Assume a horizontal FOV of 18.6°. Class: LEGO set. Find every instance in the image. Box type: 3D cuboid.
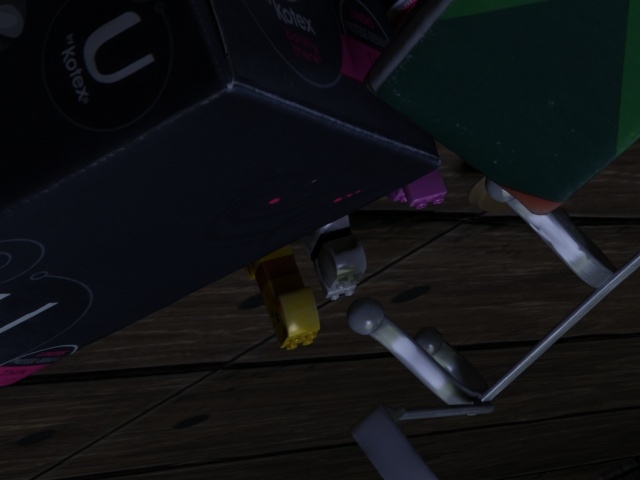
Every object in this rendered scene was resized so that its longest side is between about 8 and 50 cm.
[{"bbox_3d":[0.000,0.000,1.060,0.087,0.093,0.227,-15,164,-16],"label":"LEGO set"}]

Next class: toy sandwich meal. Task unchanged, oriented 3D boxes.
[{"bbox_3d":[0.124,-0.045,1.184,0.085,0.029,0.085,-18,160,-7],"label":"toy sandwich meal"}]

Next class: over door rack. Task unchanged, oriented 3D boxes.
[{"bbox_3d":[0.125,0.003,1.038,0.239,0.108,0.324,-44,177,10],"label":"over door rack"}]

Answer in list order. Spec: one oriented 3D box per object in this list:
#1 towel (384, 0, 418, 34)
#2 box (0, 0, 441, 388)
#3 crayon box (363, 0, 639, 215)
[{"bbox_3d":[0.123,-0.120,0.934,0.197,0.029,0.144,-7,160,-38],"label":"towel"},{"bbox_3d":[-0.123,-0.040,0.694,0.270,0.143,0.165,-27,163,22],"label":"box"},{"bbox_3d":[0.147,-0.157,0.564,0.202,0.081,0.318,-55,-176,-31],"label":"crayon box"}]
